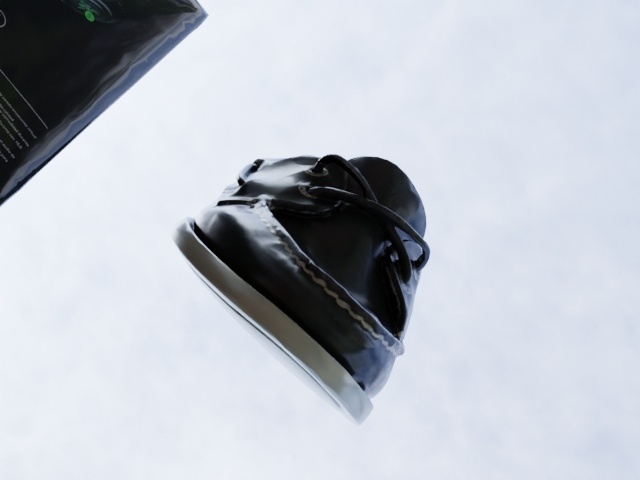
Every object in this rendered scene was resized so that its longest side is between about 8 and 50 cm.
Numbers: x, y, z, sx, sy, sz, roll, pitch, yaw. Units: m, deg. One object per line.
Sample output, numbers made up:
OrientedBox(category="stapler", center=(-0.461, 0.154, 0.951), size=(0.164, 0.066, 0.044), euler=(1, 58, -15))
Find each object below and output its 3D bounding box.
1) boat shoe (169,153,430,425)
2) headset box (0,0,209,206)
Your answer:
OrientedBox(category="boat shoe", center=(0.003, 0.003, 0.651), size=(0.113, 0.340, 0.127), euler=(-43, -86, -1))
OrientedBox(category="headset box", center=(-0.221, -0.146, 0.648), size=(0.131, 0.246, 0.283), euler=(-29, -162, 32))
